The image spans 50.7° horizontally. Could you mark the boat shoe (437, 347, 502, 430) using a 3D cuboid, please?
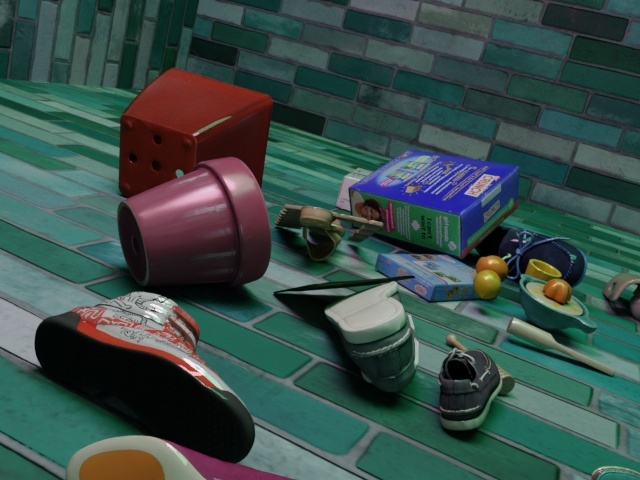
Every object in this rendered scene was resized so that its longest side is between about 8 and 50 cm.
[{"bbox_3d":[0.193,0.173,0.879,0.075,0.065,0.206,-7,10,20],"label":"boat shoe"}]

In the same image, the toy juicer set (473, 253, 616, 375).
[{"bbox_3d":[0.392,0.102,1.237,0.209,0.090,0.329,17,22,-12],"label":"toy juicer set"}]

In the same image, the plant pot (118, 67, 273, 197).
[{"bbox_3d":[-0.287,-0.192,1.448,0.267,0.267,0.236,19,28,16],"label":"plant pot"}]

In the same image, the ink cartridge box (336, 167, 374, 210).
[{"bbox_3d":[0.148,-0.132,1.902,0.160,0.093,0.219,17,15,9],"label":"ink cartridge box"}]

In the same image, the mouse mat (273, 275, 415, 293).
[{"bbox_3d":[0.036,0.070,1.080,0.189,0.007,0.152,-1,-8,-30],"label":"mouse mat"}]

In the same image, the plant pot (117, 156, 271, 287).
[{"bbox_3d":[-0.197,-0.014,1.017,0.180,0.201,0.201,-15,29,-31],"label":"plant pot"}]

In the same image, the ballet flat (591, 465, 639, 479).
[{"bbox_3d":[0.365,0.288,0.720,0.168,0.057,0.052,21,-12,9],"label":"ballet flat"}]

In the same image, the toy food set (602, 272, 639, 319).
[{"bbox_3d":[0.809,0.152,1.524,0.306,0.093,0.219,16,5,17],"label":"toy food set"}]

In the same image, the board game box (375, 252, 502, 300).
[{"bbox_3d":[0.240,0.071,1.369,0.211,0.039,0.160,1,20,-39],"label":"board game box"}]

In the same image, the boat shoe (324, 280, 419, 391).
[{"bbox_3d":[0.077,0.129,0.958,0.116,0.099,0.319,-21,4,1],"label":"boat shoe"}]

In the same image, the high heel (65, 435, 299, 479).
[{"bbox_3d":[-0.080,0.213,0.554,0.244,0.082,0.117,4,-19,12],"label":"high heel"}]

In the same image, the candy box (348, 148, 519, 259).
[{"bbox_3d":[0.272,-0.101,1.618,0.317,0.122,0.268,16,38,40],"label":"candy box"}]

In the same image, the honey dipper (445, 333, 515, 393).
[{"bbox_3d":[0.233,0.178,1.008,0.030,0.031,0.160,9,14,-21],"label":"honey dipper"}]

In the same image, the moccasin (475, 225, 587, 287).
[{"bbox_3d":[0.449,0.037,1.548,0.116,0.138,0.342,20,-2,-25],"label":"moccasin"}]

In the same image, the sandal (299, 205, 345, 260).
[{"bbox_3d":[-0.006,-0.001,1.314,0.088,0.079,0.240,10,-9,9],"label":"sandal"}]

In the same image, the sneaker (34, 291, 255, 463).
[{"bbox_3d":[-0.152,0.127,0.711,0.270,0.090,0.145,19,18,24],"label":"sneaker"}]

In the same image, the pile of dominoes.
[{"bbox_3d":[0.012,-0.048,1.389,0.195,0.040,0.251,13,-10,-7],"label":"pile of dominoes"}]
